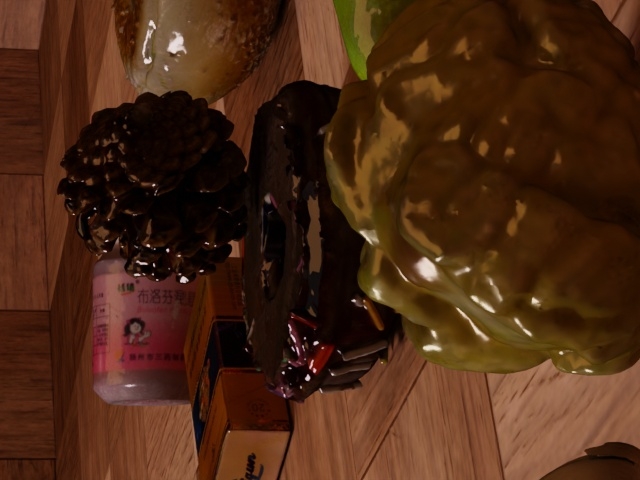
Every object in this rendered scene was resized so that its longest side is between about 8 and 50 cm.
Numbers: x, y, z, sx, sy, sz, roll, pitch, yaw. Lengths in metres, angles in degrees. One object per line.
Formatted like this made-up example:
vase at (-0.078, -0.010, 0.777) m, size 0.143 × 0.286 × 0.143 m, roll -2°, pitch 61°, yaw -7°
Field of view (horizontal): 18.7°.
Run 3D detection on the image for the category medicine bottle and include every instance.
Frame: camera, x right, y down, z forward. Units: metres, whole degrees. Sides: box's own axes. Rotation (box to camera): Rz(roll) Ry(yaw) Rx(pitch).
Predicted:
medicine bottle at (-0.194, 0.065, 2.250) m, size 0.147 × 0.147 × 0.247 m, roll 150°, pitch 120°, yaw -74°

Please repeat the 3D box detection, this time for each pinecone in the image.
pinecone at (-0.130, -0.040, 1.597) m, size 0.173 × 0.174 × 0.173 m, roll -179°, pitch 90°, yaw -76°

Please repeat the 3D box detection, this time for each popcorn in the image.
popcorn at (0.110, -0.029, 1.040) m, size 0.200 × 0.226 × 0.203 m, roll -59°, pitch -35°, yaw -13°

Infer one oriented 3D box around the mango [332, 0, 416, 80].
mango at (0.053, -0.216, 1.361) m, size 0.125 × 0.111 × 0.233 m, roll 122°, pitch 146°, yaw -72°

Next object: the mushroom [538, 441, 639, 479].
mushroom at (0.156, 0.162, 0.894) m, size 0.154 × 0.122 × 0.154 m, roll 52°, pitch -167°, yaw -17°

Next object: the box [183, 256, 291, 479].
box at (-0.089, 0.151, 1.976) m, size 0.237 × 0.070 × 0.152 m, roll -104°, pitch 21°, yaw -44°

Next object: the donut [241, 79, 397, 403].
donut at (0.000, 0.000, 1.569) m, size 0.270 × 0.103 × 0.269 m, roll 180°, pitch 90°, yaw -78°

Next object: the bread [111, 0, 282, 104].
bread at (-0.125, -0.279, 1.977) m, size 0.305 × 0.159 × 0.305 m, roll 178°, pitch 90°, yaw -77°
